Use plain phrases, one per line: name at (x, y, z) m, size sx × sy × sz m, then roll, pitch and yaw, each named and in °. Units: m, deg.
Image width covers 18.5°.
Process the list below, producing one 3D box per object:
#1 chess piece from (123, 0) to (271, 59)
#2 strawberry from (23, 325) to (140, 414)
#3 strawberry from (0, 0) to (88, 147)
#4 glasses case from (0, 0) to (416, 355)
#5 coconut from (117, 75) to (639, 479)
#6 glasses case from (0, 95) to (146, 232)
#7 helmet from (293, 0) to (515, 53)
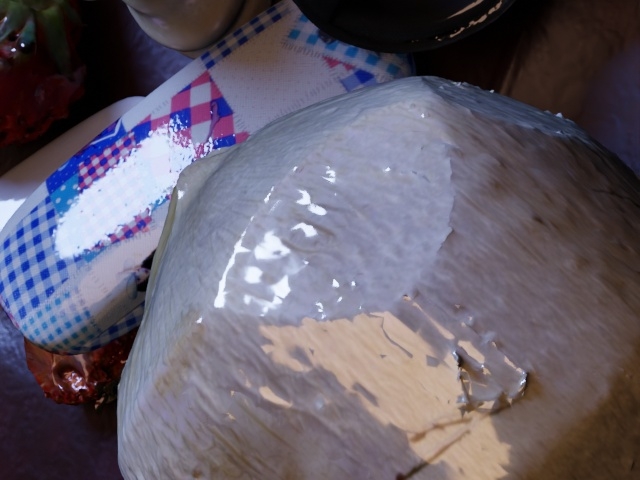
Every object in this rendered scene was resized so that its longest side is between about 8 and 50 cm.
chess piece at (-0.154, -0.215, 1.286) m, size 0.124 × 0.307 × 0.139 m, roll 31°, pitch 100°, yaw 30°
strawberry at (-0.178, 0.052, 1.428) m, size 0.104 × 0.048 × 0.152 m, roll -24°, pitch 77°, yaw 23°
strawberry at (-0.266, -0.143, 1.431) m, size 0.187 × 0.184 × 0.201 m, roll 45°, pitch 138°, yaw -10°
glasses case at (-0.082, -0.049, 1.324) m, size 0.327 × 0.076 × 0.125 m, roll -37°, pitch 54°, yaw 3°
coconut at (0.061, 0.077, 1.104) m, size 0.360 × 0.346 × 0.346 m, roll 47°, pitch 109°, yaw 16°
glasses case at (-0.184, -0.031, 1.414) m, size 0.193 × 0.049 × 0.074 m, roll -35°, pitch 62°, yaw 3°
helmet at (0.048, -0.227, 1.233) m, size 0.189 × 0.193 × 0.216 m, roll -20°, pitch 99°, yaw 7°
